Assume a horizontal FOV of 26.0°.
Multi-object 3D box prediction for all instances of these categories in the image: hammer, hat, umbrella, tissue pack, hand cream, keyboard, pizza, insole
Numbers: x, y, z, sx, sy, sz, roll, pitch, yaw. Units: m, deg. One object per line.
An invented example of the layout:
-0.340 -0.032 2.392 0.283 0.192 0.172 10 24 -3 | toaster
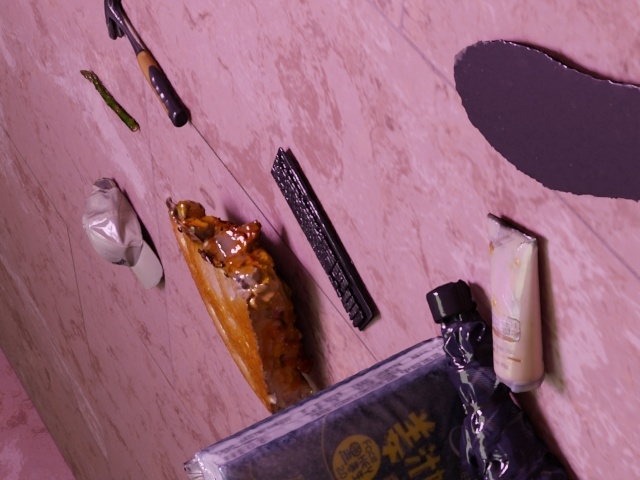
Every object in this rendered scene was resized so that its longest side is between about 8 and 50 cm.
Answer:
-0.212 -0.215 1.668 0.201 0.021 0.078 58 158 22 | hammer
-0.296 -0.001 2.037 0.122 0.081 0.166 27 147 62 | hat
0.142 0.141 1.154 0.224 0.080 0.071 68 -166 3 | umbrella
0.042 0.216 1.196 0.081 0.257 0.185 13 123 62 | tissue pack
0.151 0.052 1.072 0.061 0.039 0.143 36 139 57 | hand cream
-0.002 0.001 1.406 0.196 0.015 0.074 62 159 11 | keyboard
-0.078 0.058 1.554 0.289 0.081 0.229 62 165 9 | pizza
0.176 -0.076 0.901 0.309 0.012 0.110 21 131 61 | insole

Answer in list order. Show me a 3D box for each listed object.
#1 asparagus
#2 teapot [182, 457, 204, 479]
-0.286 -0.192 1.883 0.163 0.016 0.016 48 179 40 | asparagus
-0.134 0.411 2.081 0.200 0.077 0.107 66 156 0 | teapot
